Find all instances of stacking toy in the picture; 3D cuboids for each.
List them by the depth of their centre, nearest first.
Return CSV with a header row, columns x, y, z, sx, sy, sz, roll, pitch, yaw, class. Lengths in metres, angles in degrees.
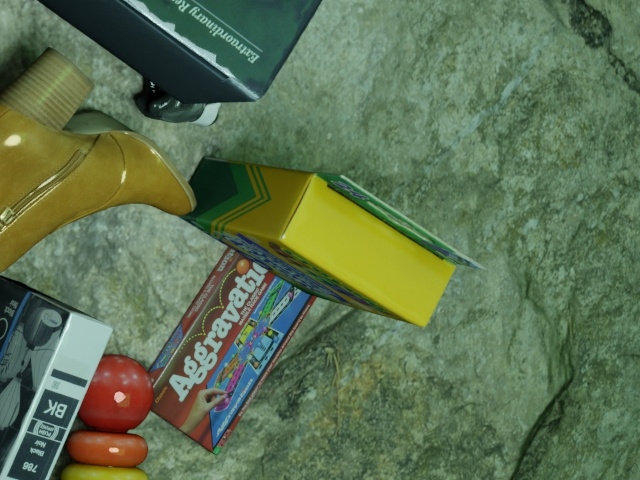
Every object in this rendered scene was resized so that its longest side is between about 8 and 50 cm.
x,y,z,sx,sy,sz,roll,pitch,yaw,class
-0.242,0.289,1.696,0.141,0.141,0.330,10,81,-43,stacking toy

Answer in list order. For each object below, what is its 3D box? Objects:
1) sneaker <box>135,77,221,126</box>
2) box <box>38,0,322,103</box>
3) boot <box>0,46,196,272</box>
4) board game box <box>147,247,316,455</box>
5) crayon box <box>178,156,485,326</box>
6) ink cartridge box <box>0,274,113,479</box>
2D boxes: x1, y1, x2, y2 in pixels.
x,y,z,sx,sy,sz,roll,pitch,yaw,class
-0.155,-0.231,1.651,0.106,0.078,0.234,-12,113,-41,sneaker
-0.109,-0.372,1.505,0.293,0.212,0.395,36,78,-23,box
-0.268,-0.044,1.597,0.211,0.104,0.295,-52,141,-8,boot
-0.097,0.103,1.843,0.145,0.027,0.281,42,75,-40,board game box
0.000,0.000,1.666,0.203,0.323,0.083,32,80,-27,crayon box
-0.337,0.211,1.571,0.065,0.165,0.332,25,86,-43,ink cartridge box
